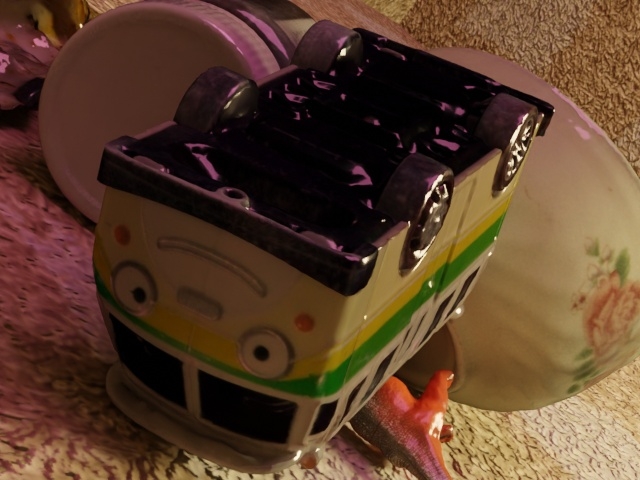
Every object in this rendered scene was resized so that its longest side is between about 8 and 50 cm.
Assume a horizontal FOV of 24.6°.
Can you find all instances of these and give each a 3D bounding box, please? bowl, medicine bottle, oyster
[{"bbox_3d":[0.096,0.014,1.036,0.277,0.145,0.277,38,-31,28],"label":"bowl"},{"bbox_3d":[-0.082,-0.096,1.033,0.165,0.165,0.273,38,15,3],"label":"medicine bottle"},{"bbox_3d":[-0.222,-0.147,1.064,0.128,0.079,0.345,59,12,0],"label":"oyster"}]

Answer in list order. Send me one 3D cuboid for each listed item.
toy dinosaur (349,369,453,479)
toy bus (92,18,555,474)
[{"bbox_3d":[0.057,0.117,0.918,0.279,0.055,0.101,41,25,15],"label":"toy dinosaur"},{"bbox_3d":[0.000,0.000,0.801,0.143,0.179,0.305,25,26,15],"label":"toy bus"}]
